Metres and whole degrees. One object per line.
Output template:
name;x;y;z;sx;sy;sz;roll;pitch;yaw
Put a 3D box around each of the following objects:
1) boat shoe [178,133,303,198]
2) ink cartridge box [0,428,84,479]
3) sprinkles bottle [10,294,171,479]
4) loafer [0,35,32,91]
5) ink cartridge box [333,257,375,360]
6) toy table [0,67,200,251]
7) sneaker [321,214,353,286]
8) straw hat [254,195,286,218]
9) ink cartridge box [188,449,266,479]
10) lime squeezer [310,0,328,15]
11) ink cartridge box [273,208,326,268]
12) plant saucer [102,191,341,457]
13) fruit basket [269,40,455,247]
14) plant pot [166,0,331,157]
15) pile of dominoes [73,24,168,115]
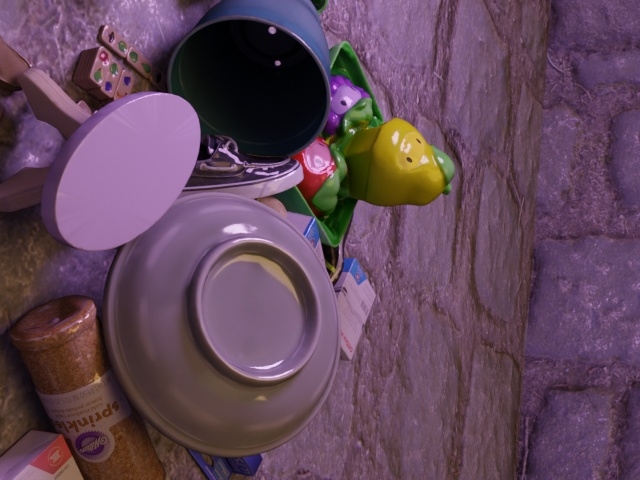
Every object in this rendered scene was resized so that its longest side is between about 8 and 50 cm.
boat shoe;-0.169;-0.123;1.268;0.301;0.108;0.102;-8;111;-19
ink cartridge box;-0.378;0.375;1.073;0.115;0.067;0.198;-47;129;-49
sprinkles bottle;-0.320;0.256;1.120;0.121;0.121;0.355;-46;127;-49
loafer;-0.427;-0.240;1.008;0.148;0.050;0.056;33;62;-54
ink cartridge box;0.043;0.155;1.763;0.140;0.082;0.191;60;43;-39
toy table;-0.309;-0.109;1.067;0.274;0.160;0.252;-38;132;-46
sneaker;0.000;0.000;1.722;0.097;0.084;0.235;24;66;-31
straw hat;-0.134;-0.057;1.340;0.061;0.144;0.144;78;30;-46
ink cartridge box;-0.136;0.306;1.489;0.311;0.065;0.186;-57;136;-40
lime squeezer;-0.004;-0.540;1.733;0.110;0.058;0.310;94;7;-69
ink cartridge box;-0.095;0.082;1.405;0.233;0.168;0.171;78;31;-46
plant saucer;-0.109;0.108;1.140;0.400;0.100;0.401;14;66;-34
fruit basket;0.064;-0.179;1.529;0.283;0.392;0.392;58;44;-42
plant pot;-0.103;-0.318;1.369;0.255;0.271;0.272;-80;152;-49
pile of dominoes;-0.289;-0.205;1.249;0.251;0.040;0.196;39;57;-52
